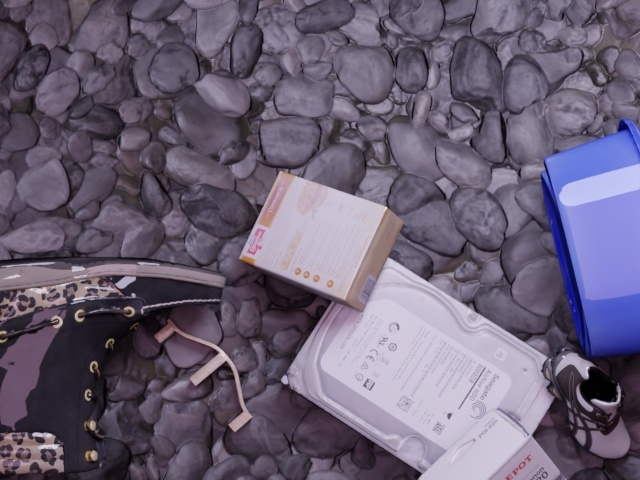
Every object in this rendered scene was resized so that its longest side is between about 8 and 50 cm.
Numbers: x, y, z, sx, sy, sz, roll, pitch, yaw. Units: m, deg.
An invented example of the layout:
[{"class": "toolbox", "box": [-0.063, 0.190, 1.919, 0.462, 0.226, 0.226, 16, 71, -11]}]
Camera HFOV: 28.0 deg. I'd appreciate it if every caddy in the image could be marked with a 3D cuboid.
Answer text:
[{"class": "caddy", "box": [0.417, 0.008, 1.734, 0.179, 0.241, 0.341, -13, 82, 7]}]

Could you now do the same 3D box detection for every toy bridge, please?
[{"class": "toy bridge", "box": [-0.159, 0.184, 1.835, 0.063, 0.026, 0.188, -40, 82, -6]}]

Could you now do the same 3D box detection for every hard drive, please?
[{"class": "hard drive", "box": [0.146, 0.193, 1.805, 0.339, 0.064, 0.237, 33, 84, 6]}]

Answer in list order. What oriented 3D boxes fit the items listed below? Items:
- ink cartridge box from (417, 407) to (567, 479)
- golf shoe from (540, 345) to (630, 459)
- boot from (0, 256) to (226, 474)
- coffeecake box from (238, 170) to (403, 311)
[{"class": "ink cartridge box", "box": [0.251, 0.352, 1.704, 0.158, 0.092, 0.218, -43, 120, -5]}, {"class": "golf shoe", "box": [0.378, 0.233, 1.743, 0.077, 0.094, 0.198, -47, 114, -17]}, {"class": "boot", "box": [-0.313, 0.164, 1.746, 0.377, 0.138, 0.284, 0, 90, -28]}, {"class": "coffeecake box", "box": [0.000, 0.000, 1.799, 0.185, 0.068, 0.142, 20, 81, 30]}]
